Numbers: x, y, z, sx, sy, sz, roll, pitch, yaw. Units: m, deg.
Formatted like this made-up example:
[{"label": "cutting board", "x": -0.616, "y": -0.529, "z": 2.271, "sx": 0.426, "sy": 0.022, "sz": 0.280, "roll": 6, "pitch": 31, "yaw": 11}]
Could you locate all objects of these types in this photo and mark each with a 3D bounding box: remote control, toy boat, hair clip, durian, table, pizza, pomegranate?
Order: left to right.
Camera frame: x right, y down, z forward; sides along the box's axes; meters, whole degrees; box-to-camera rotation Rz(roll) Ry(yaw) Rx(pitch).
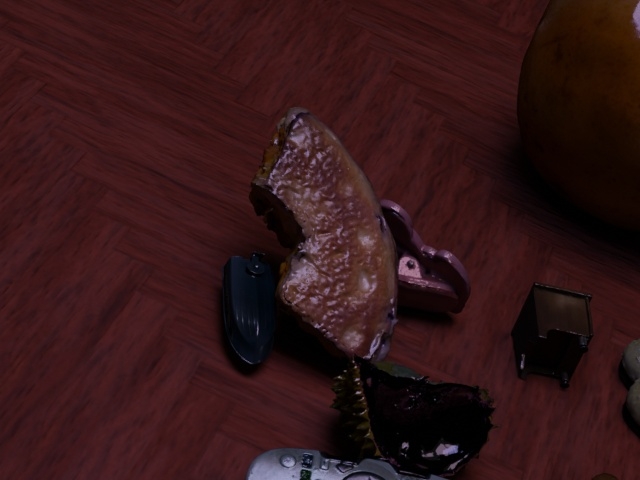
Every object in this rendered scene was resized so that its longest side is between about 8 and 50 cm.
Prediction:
[{"label": "toy boat", "x": -0.074, "y": 0.077, "z": 1.727, "sx": 0.055, "sy": 0.060, "sz": 0.141, "roll": 12, "pitch": 39, "yaw": -16}, {"label": "pizza", "x": 0.000, "y": 0.000, "z": 1.766, "sx": 0.161, "sy": 0.085, "sz": 0.306, "roll": -7, "pitch": 75, "yaw": -29}, {"label": "remote control", "x": 0.053, "y": 0.253, "z": 1.553, "sx": 0.256, "sy": 0.045, "sz": 0.097, "roll": 16, "pitch": 53, "yaw": -4}, {"label": "durian", "x": 0.074, "y": 0.183, "z": 1.651, "sx": 0.186, "sy": 0.119, "sz": 0.108, "roll": 15, "pitch": -6, "yaw": -31}, {"label": "hair clip", "x": 0.101, "y": 0.022, "z": 1.864, "sx": 0.138, "sy": 0.123, "sz": 0.102, "roll": 8, "pitch": 64, "yaw": -12}, {"label": "table", "x": 0.261, "y": 0.110, "z": 1.851, "sx": 0.070, "sy": 0.083, "sz": 0.082, "roll": 12, "pitch": 41, "yaw": -9}, {"label": "pomegranate", "x": 0.455, "y": -0.206, "z": 2.137, "sx": 0.416, "sy": 0.417, "sz": 0.417, "roll": 15, "pitch": 34, "yaw": -10}]

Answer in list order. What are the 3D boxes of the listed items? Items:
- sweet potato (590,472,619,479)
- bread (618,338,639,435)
[{"label": "sweet potato", "x": 0.276, "y": 0.298, "z": 1.621, "sx": 0.056, "sy": 0.056, "sz": 0.195, "roll": 23, "pitch": 39, "yaw": 1}, {"label": "bread", "x": 0.438, "y": 0.176, "z": 1.884, "sx": 0.207, "sy": 0.056, "sz": 0.286, "roll": 30, "pitch": 33, "yaw": 8}]
